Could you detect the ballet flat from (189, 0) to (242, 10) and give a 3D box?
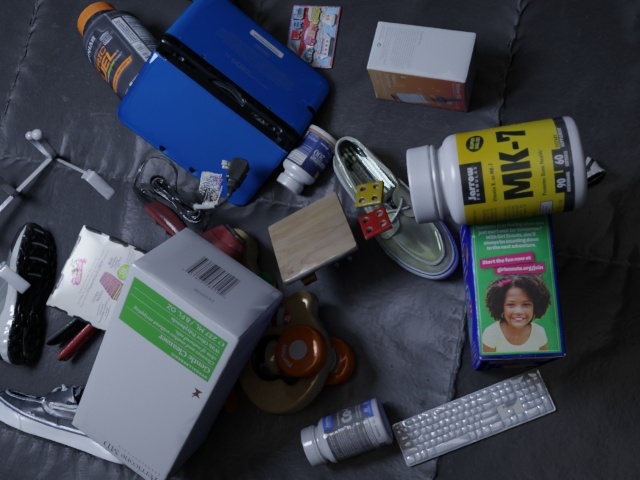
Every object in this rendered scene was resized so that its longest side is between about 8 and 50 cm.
[{"bbox_3d":[-0.247,-0.517,1.397,0.280,0.095,0.096,30,74,18],"label":"ballet flat"}]

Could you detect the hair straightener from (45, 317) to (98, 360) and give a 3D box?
[{"bbox_3d":[-0.431,0.116,1.322,0.089,0.047,0.230,43,90,18],"label":"hair straightener"}]

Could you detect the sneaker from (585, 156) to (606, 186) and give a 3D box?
[{"bbox_3d":[0.418,-0.102,1.175,0.109,0.040,0.044,-24,57,4],"label":"sneaker"}]

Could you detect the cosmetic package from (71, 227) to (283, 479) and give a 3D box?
[{"bbox_3d":[-0.230,0.190,1.101,0.196,0.155,0.366,32,121,8],"label":"cosmetic package"}]

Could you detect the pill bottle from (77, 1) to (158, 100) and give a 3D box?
[{"bbox_3d":[-0.375,-0.357,1.370,0.130,0.130,0.246,-42,71,2],"label":"pill bottle"}]

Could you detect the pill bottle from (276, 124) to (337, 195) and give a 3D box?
[{"bbox_3d":[-0.025,-0.144,1.271,0.067,0.067,0.120,35,88,18],"label":"pill bottle"}]

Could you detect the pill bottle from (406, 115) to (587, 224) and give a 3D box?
[{"bbox_3d":[0.220,-0.083,0.892,0.208,0.119,0.119,-8,76,12],"label":"pill bottle"}]

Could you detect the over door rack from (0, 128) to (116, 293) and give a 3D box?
[{"bbox_3d":[-0.551,-0.078,1.288,0.324,0.108,0.240,27,73,44],"label":"over door rack"}]

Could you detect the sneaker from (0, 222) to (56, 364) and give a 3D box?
[{"bbox_3d":[-0.587,0.096,1.341,0.107,0.100,0.272,3,77,23],"label":"sneaker"}]

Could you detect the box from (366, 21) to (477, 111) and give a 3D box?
[{"bbox_3d":[0.180,-0.301,1.223,0.170,0.130,0.091,12,80,16],"label":"box"}]

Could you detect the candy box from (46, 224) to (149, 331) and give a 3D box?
[{"bbox_3d":[-0.347,0.091,1.267,0.233,0.071,0.159,24,84,1],"label":"candy box"}]

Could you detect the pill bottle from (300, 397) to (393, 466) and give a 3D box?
[{"bbox_3d":[0.043,0.316,1.147,0.137,0.078,0.078,-22,74,7],"label":"pill bottle"}]

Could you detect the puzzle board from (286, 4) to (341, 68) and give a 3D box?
[{"bbox_3d":[-0.016,-0.395,1.354,0.096,0.011,0.128,6,80,15],"label":"puzzle board"}]

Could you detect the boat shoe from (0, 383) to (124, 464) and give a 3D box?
[{"bbox_3d":[-0.448,0.305,1.255,0.301,0.108,0.102,15,82,14],"label":"boat shoe"}]

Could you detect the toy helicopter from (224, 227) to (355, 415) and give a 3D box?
[{"bbox_3d":[-0.114,0.138,1.220,0.235,0.140,0.355,-34,61,14],"label":"toy helicopter"}]

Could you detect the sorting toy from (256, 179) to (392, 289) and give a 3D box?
[{"bbox_3d":[0.000,0.000,1.161,0.274,0.046,0.132,-28,46,9],"label":"sorting toy"}]

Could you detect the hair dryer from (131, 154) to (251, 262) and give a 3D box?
[{"bbox_3d":[-0.234,-0.007,1.230,0.223,0.080,0.294,1,71,21],"label":"hair dryer"}]

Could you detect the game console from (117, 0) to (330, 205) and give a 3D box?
[{"bbox_3d":[-0.174,-0.260,1.289,0.293,0.173,0.250,37,57,-12],"label":"game console"}]

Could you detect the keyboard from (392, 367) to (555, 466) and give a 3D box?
[{"bbox_3d":[0.246,0.288,1.138,0.255,0.014,0.072,-24,73,8],"label":"keyboard"}]

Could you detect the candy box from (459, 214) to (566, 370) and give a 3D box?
[{"bbox_3d":[0.276,0.027,1.055,0.122,0.268,0.318,-5,77,9],"label":"candy box"}]

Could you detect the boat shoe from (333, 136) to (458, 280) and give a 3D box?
[{"bbox_3d":[0.117,-0.054,1.202,0.109,0.094,0.302,-42,72,2],"label":"boat shoe"}]
